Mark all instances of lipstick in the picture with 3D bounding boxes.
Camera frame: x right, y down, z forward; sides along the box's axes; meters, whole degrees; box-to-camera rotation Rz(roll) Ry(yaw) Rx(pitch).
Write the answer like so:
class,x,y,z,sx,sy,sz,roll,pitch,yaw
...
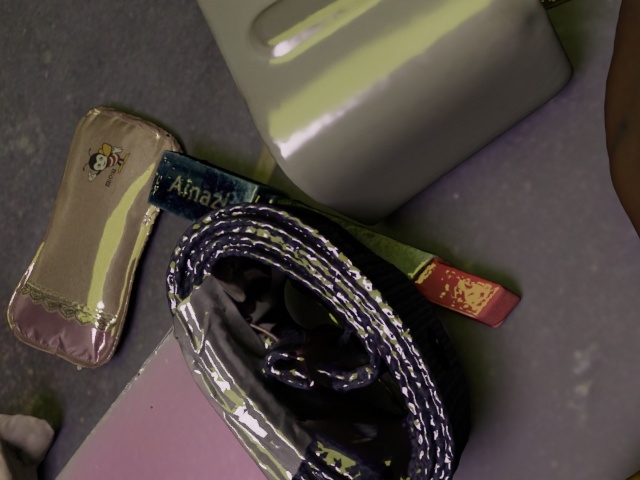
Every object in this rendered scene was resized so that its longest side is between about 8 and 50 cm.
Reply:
class,x,y,z,sx,sy,sz,roll,pitch,yaw
lipstick,0.000,0.000,0.665,0.312,0.051,0.051,22,93,28

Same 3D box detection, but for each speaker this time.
class,x,y,z,sx,sy,sz,roll,pitch,yaw
speaker,0.004,-0.232,0.630,0.184,0.183,0.406,-31,68,16

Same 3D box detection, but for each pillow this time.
class,x,y,z,sx,sy,sz,roll,pitch,yaw
pillow,-0.205,-0.004,0.783,0.130,0.038,0.233,19,89,26

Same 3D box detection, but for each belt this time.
class,x,y,z,sx,sy,sz,roll,pitch,yaw
belt,0.003,0.074,0.584,0.139,0.126,0.230,-43,82,14

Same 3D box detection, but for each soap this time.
class,x,y,z,sx,sy,sz,roll,pitch,yaw
soap,-0.116,0.218,0.675,0.181,0.081,0.259,44,104,26

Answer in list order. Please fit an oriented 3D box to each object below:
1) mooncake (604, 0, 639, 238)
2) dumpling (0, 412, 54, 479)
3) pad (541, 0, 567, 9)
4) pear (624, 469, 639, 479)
class,x,y,z,sx,sy,sz,roll,pitch,yaw
mooncake,0.291,-0.086,0.409,0.290,0.161,0.291,-1,89,59
dumpling,-0.322,0.254,0.735,0.132,0.162,0.250,30,87,14
pad,0.258,-0.308,0.602,0.330,0.004,0.220,-19,73,25
pear,0.228,0.200,0.427,0.208,0.209,0.209,-5,80,28
